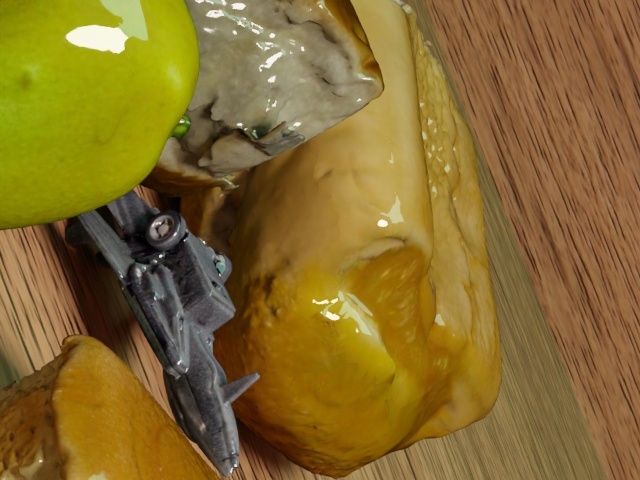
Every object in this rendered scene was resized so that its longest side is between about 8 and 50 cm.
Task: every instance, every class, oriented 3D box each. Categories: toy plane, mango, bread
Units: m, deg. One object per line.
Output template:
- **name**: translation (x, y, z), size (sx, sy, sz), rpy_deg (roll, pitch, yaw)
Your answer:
- **toy plane**: translation (-0.098, 0.057, 1.301), size (0.212, 0.088, 0.267), rpy_deg (43, 9, -50)
- **mango**: translation (-0.205, -0.093, 1.071), size (0.149, 0.273, 0.185), rpy_deg (-127, -155, -51)
- **bread**: translation (-0.126, 0.186, 1.159), size (0.245, 0.121, 0.174), rpy_deg (54, 23, -34)
- **bread**: translation (-0.101, -0.155, 1.285), size (0.250, 0.225, 0.279), rpy_deg (42, -1, -26)
- **bread**: translation (0.000, 0.000, 1.548), size (0.361, 0.250, 0.394), rpy_deg (55, 26, -53)
